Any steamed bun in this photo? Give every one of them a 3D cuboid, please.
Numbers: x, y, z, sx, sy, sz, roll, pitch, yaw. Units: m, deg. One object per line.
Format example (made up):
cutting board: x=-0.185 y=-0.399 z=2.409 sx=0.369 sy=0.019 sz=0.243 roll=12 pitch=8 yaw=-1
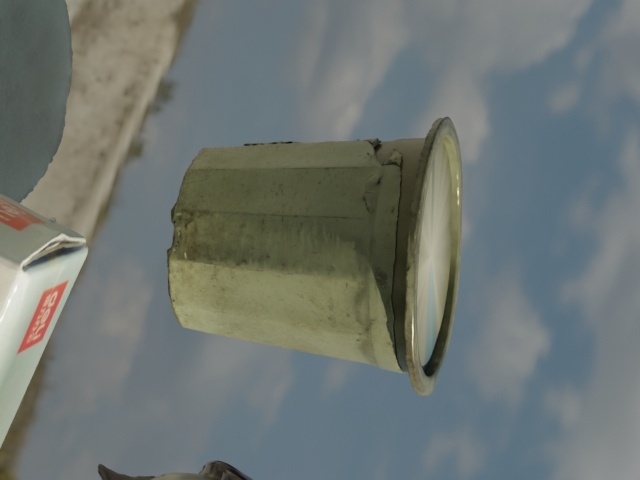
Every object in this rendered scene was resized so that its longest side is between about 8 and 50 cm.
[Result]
steamed bun: x=-0.385 y=-0.162 z=1.507 sx=0.324 sy=0.206 sz=0.324 roll=4 pitch=90 yaw=-68

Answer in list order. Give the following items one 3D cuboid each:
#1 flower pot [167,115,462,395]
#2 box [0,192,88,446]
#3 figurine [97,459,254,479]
flower pot: x=0.000 y=0.000 z=1.239 sx=0.212 sy=0.202 sz=0.212 roll=8 pitch=90 yaw=-75
box: x=-0.215 y=0.086 z=0.683 sx=0.269 sy=0.135 sz=0.079 roll=-64 pitch=173 yaw=12
figurine: x=-0.158 y=0.238 z=0.961 sx=0.281 sy=0.370 sz=0.167 roll=-163 pitch=-117 yaw=-66
